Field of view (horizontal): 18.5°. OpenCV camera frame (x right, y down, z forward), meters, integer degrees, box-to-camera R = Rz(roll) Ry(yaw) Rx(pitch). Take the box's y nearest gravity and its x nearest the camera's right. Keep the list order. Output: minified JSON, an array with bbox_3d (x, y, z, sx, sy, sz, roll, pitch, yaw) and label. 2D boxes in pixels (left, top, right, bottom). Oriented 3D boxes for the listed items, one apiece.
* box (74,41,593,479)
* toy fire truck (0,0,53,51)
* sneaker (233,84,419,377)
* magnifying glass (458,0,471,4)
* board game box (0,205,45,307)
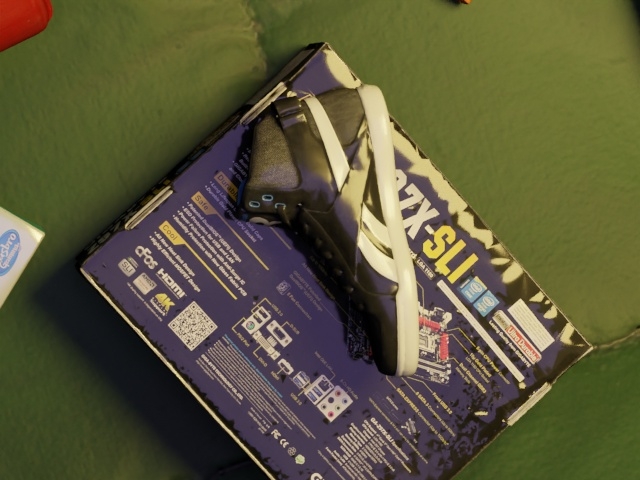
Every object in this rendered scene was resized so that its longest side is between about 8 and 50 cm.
[{"bbox_3d":[0.010,0.050,1.516,0.257,0.079,0.322,-43,98,-7],"label":"box"},{"bbox_3d":[-0.242,-0.222,1.353,0.158,0.246,0.217,-27,119,-7],"label":"toy fire truck"},{"bbox_3d":[0.000,0.000,1.440,0.121,0.079,0.217,-8,85,-6],"label":"sneaker"},{"bbox_3d":[0.163,-0.292,1.552,0.092,0.026,0.231,31,88,-10],"label":"magnifying glass"},{"bbox_3d":[-0.412,0.015,1.440,0.336,0.079,0.254,31,87,-10],"label":"board game box"}]
